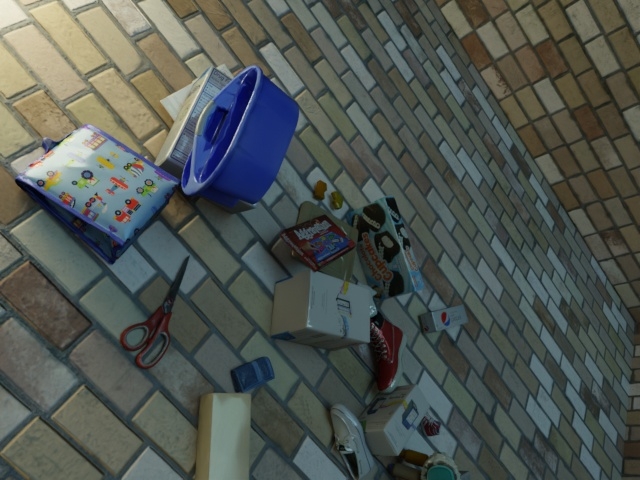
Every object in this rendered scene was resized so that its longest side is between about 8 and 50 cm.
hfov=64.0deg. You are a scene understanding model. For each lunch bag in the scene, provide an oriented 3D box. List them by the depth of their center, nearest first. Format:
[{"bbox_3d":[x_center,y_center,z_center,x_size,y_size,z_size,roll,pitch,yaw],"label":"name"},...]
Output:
[{"bbox_3d":[-0.515,-0.131,1.176,0.293,0.138,0.221,40,53,-12],"label":"lunch bag"}]

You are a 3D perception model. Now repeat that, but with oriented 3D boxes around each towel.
[{"bbox_3d":[-0.177,0.351,1.348,0.119,0.029,0.067,-13,82,-44],"label":"towel"}]

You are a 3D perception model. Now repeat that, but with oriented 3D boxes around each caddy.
[{"bbox_3d":[-0.201,-0.239,1.183,0.179,0.241,0.342,29,71,-32],"label":"caddy"}]

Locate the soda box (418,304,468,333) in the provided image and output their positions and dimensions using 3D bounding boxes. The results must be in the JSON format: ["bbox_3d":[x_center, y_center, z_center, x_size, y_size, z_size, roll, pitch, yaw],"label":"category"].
[{"bbox_3d":[0.463,0.294,1.925,0.216,0.069,0.074,-3,76,-44],"label":"soda box"}]

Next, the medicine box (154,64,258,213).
[{"bbox_3d":[-0.258,-0.261,1.376,0.263,0.149,0.290,30,71,-27],"label":"medicine box"}]

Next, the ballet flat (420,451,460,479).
[{"bbox_3d":[0.358,0.823,1.512,0.146,0.146,0.410,3,91,-42],"label":"ballet flat"}]

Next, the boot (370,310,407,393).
[{"bbox_3d":[0.186,0.352,1.642,0.176,0.088,0.244,42,42,-22],"label":"boot"}]

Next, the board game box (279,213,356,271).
[{"bbox_3d":[0.000,0.000,1.506,0.145,0.027,0.281,43,26,10],"label":"board game box"}]

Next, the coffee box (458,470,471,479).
[{"bbox_3d":[0.415,0.864,1.608,0.098,0.141,0.247,-1,74,-43],"label":"coffee box"}]

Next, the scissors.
[{"bbox_3d":[-0.370,0.171,1.253,0.109,0.021,0.297,45,48,-17],"label":"scissors"}]

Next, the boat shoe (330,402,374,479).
[{"bbox_3d":[0.083,0.577,1.458,0.075,0.083,0.226,-35,99,-45],"label":"boat shoe"}]

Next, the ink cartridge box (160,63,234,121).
[{"bbox_3d":[-0.294,-0.337,1.492,0.239,0.060,0.275,-40,103,-26],"label":"ink cartridge box"}]

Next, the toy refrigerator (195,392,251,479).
[{"bbox_3d":[-0.230,0.501,1.200,0.102,0.094,0.270,11,66,-32],"label":"toy refrigerator"}]

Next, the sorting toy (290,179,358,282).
[{"bbox_3d":[0.022,-0.033,1.678,0.229,0.041,0.308,27,57,-27],"label":"sorting toy"}]

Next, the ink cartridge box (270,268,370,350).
[{"bbox_3d":[0.004,0.206,1.470,0.232,0.171,0.169,21,60,-35],"label":"ink cartridge box"}]

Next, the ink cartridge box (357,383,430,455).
[{"bbox_3d":[0.208,0.536,1.537,0.212,0.154,0.093,-34,96,-43],"label":"ink cartridge box"}]

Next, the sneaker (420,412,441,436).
[{"bbox_3d":[0.362,0.598,1.715,0.042,0.067,0.119,-21,88,-45],"label":"sneaker"}]

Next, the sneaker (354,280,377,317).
[{"bbox_3d":[0.132,0.231,1.624,0.094,0.080,0.212,23,55,-6],"label":"sneaker"}]

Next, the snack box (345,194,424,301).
[{"bbox_3d":[0.212,0.031,1.716,0.060,0.187,0.322,-13,82,-44],"label":"snack box"}]

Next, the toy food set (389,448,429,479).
[{"bbox_3d":[0.255,0.763,1.557,0.111,0.104,0.233,9,85,-54],"label":"toy food set"}]
